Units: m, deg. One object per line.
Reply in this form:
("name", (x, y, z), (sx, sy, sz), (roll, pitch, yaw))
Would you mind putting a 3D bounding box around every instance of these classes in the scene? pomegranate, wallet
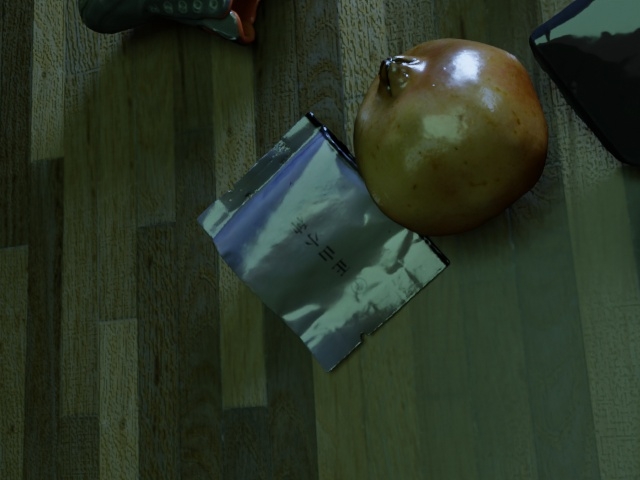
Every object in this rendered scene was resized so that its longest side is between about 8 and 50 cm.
("pomegranate", (0.136, -0.106, 0.786), (0.209, 0.209, 0.209), (-4, 79, 21))
("wallet", (0.411, -0.242, 0.728), (0.377, 0.051, 0.197), (-38, 92, 20))

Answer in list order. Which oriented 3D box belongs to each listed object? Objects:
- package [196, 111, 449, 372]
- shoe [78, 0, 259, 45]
("package", (0.000, 0.000, 0.903), (0.204, 0.062, 0.251), (-43, 81, 9))
("shoe", (-0.153, -0.322, 0.991), (0.336, 0.132, 0.171), (-24, 82, 13))
